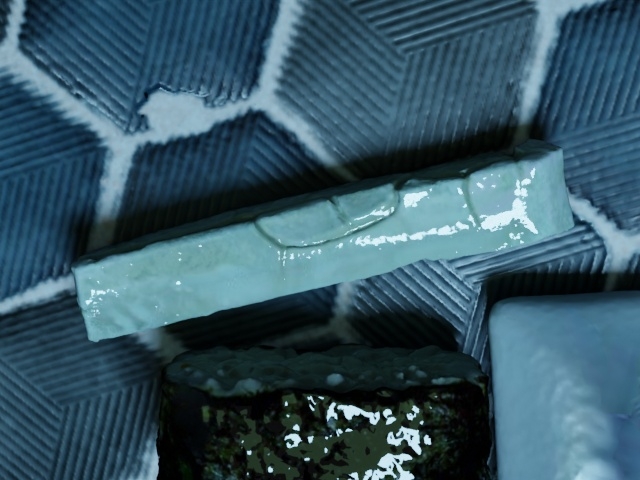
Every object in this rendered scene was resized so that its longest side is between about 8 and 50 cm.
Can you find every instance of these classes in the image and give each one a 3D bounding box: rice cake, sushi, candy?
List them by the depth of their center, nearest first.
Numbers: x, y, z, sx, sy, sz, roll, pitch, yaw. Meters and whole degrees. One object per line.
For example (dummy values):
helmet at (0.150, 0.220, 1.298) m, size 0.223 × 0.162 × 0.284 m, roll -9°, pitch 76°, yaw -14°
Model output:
sushi at (0.003, 0.136, 0.819) m, size 0.225 × 0.124 × 0.127 m, roll 1°, pitch 99°, yaw 2°
candy at (0.183, 0.122, 0.825) m, size 0.138 × 0.071 × 0.174 m, roll -3°, pitch 89°, yaw -4°
rice cake at (0.000, 0.000, 0.828) m, size 0.336 × 0.063 × 0.066 m, roll -14°, pitch 107°, yaw 5°
